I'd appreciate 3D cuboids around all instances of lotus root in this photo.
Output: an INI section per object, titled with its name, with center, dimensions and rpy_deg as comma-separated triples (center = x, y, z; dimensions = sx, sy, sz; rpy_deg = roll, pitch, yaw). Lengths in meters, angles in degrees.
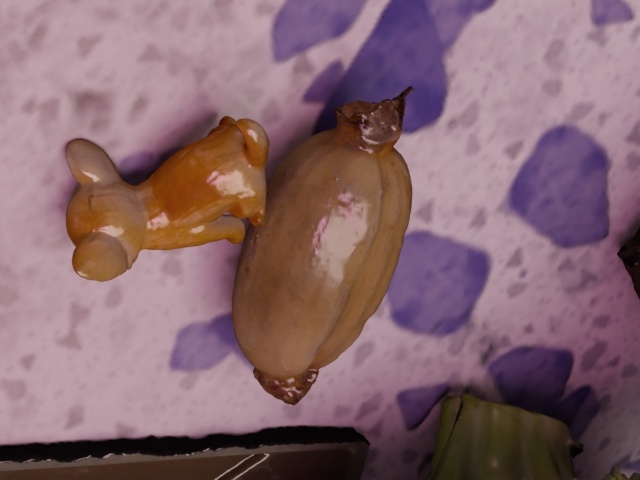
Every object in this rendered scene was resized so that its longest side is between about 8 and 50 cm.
[lotus root]
center = 0.000, 0.000, 0.823
dimensions = 0.073, 0.062, 0.150
rpy_deg = -6, 123, -52

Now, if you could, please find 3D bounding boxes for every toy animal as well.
[toy animal]
center = -0.066, -0.018, 0.777
dimensions = 0.083, 0.060, 0.081
rpy_deg = -9, 162, -29

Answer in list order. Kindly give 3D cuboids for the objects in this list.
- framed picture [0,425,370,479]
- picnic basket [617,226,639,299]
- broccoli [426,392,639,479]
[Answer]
[framed picture]
center = -0.111, 0.176, 0.897
dimensions = 0.265, 0.018, 0.192
rpy_deg = 1, 118, -32
[picnic basket]
center = 0.355, 0.060, 0.919
dimensions = 0.337, 0.293, 0.337
rpy_deg = -8, 140, -7
[broccoli]
center = 0.094, 0.168, 0.924
dimensions = 0.226, 0.176, 0.198
rpy_deg = 32, 145, -8
